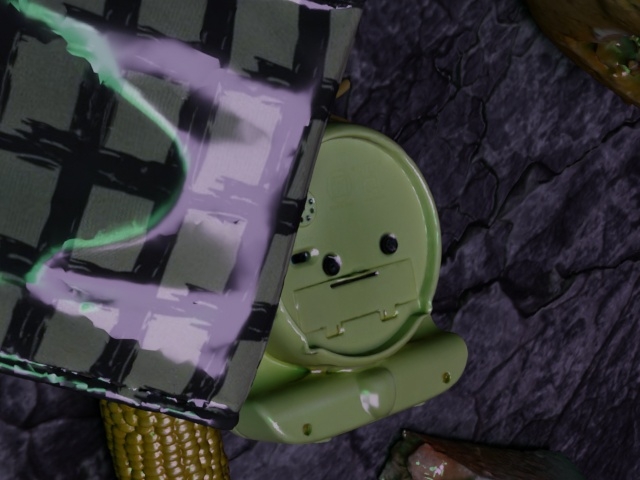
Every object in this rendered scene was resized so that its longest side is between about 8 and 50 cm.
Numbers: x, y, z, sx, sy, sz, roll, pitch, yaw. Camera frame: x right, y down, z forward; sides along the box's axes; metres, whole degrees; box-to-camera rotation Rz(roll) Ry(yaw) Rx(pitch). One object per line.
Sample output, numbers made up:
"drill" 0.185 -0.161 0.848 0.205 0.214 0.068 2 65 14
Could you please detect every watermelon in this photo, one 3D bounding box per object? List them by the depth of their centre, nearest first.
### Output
"watermelon" 0.177 0.359 1.361 0.302 0.151 0.264 18 100 -43

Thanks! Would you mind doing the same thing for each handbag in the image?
"handbag" -0.168 -0.063 0.834 0.327 0.162 0.325 13 99 -26

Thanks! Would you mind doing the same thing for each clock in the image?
"clock" 0.000 0.000 1.036 0.235 0.096 0.308 -15 97 -38

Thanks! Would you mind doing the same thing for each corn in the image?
"corn" -0.131 0.171 1.062 0.101 0.101 0.310 -24 119 -28

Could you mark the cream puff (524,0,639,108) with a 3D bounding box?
"cream puff" 0.334 -0.245 1.097 0.343 0.327 0.231 37 89 -5
